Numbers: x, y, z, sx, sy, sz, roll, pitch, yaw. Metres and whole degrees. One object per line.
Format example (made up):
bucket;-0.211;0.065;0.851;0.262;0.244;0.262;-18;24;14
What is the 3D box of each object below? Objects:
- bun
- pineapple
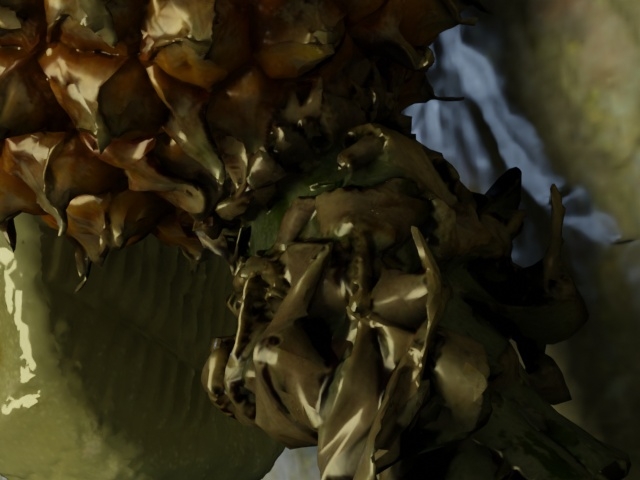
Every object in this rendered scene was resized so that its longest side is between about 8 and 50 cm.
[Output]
bun;-0.107;0.035;0.940;0.134;0.220;0.220;-23;71;29
pineapple;0.000;0.000;0.723;0.272;0.262;0.262;59;148;20
